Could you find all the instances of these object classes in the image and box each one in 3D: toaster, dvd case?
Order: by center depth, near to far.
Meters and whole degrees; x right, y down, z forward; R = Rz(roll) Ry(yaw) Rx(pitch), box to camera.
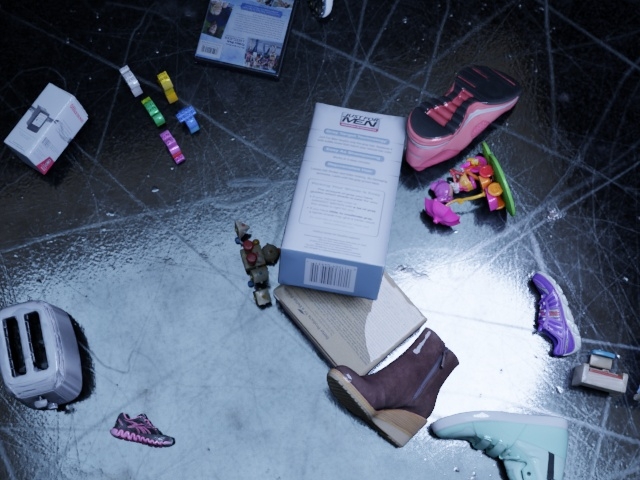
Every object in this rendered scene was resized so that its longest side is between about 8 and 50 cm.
[{"bbox_3d":[-0.526,0.200,1.806,0.129,0.146,0.227,-12,76,-4],"label":"toaster"},{"bbox_3d":[-0.146,-0.470,2.036,0.180,0.022,0.253,13,76,2],"label":"dvd case"}]

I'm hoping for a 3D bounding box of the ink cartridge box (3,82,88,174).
[{"bbox_3d":[-0.540,-0.221,1.927,0.063,0.109,0.150,32,78,11],"label":"ink cartridge box"}]

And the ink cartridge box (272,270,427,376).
[{"bbox_3d":[0.055,0.129,1.855,0.193,0.088,0.234,-39,82,-8],"label":"ink cartridge box"}]

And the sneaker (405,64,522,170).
[{"bbox_3d":[0.274,-0.243,1.944,0.314,0.136,0.116,-32,64,-31],"label":"sneaker"}]

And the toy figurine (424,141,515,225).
[{"bbox_3d":[0.277,-0.099,1.913,0.159,0.130,0.173,-20,55,4],"label":"toy figurine"}]

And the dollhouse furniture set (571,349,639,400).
[{"bbox_3d":[0.585,0.224,1.814,0.184,0.129,0.129,13,76,3],"label":"dollhouse furniture set"}]

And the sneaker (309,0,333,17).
[{"bbox_3d":[0.016,-0.582,2.038,0.086,0.085,0.237,4,82,-26],"label":"sneaker"}]

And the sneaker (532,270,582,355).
[{"bbox_3d":[0.442,0.140,1.868,0.071,0.068,0.170,-20,78,1],"label":"sneaker"}]

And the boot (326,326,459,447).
[{"bbox_3d":[0.135,0.239,1.785,0.248,0.090,0.207,45,71,-33],"label":"boot"}]

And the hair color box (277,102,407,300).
[{"bbox_3d":[0.046,-0.081,1.822,0.185,0.113,0.374,10,52,2],"label":"hair color box"}]

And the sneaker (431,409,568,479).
[{"bbox_3d":[0.330,0.395,1.785,0.256,0.094,0.151,4,70,-2],"label":"sneaker"}]

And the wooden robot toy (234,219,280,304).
[{"bbox_3d":[-0.111,0.034,1.891,0.079,0.076,0.173,-14,77,-15],"label":"wooden robot toy"}]

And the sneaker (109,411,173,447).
[{"bbox_3d":[-0.331,0.353,1.825,0.119,0.047,0.057,14,65,2],"label":"sneaker"}]

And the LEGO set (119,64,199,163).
[{"bbox_3d":[-0.316,-0.280,1.951,0.087,0.093,0.227,-33,78,-8],"label":"LEGO set"}]
